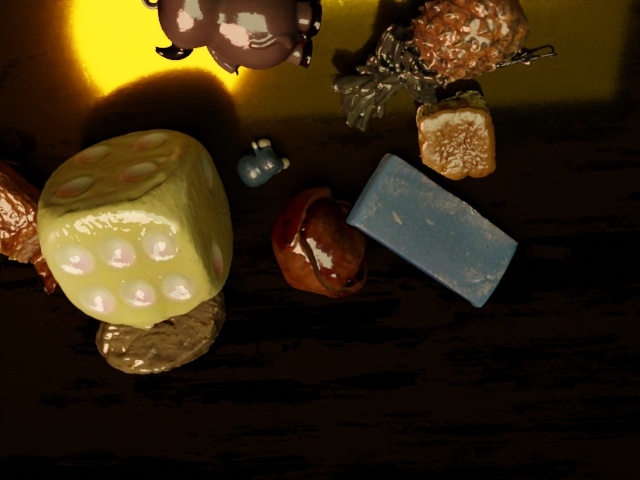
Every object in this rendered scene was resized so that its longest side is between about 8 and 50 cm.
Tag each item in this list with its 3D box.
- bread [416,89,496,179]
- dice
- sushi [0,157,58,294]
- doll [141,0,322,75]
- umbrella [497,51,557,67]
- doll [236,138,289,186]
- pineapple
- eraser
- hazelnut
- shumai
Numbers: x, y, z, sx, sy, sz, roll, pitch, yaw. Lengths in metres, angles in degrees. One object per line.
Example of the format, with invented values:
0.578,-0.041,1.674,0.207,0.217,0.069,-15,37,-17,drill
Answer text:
0.223,-0.169,1.198,0.127,0.069,0.140,-10,125,11,bread
-0.296,-0.024,1.215,0.251,0.250,0.255,-11,127,11,dice
-0.572,-0.047,1.277,0.179,0.167,0.296,-44,124,4,sushi
-0.130,-0.330,1.059,0.257,0.117,0.182,12,127,-8,doll
0.297,-0.281,1.140,0.148,0.022,0.022,-9,89,10,umbrella
-0.107,-0.131,1.254,0.083,0.050,0.076,-29,116,24,doll
0.159,-0.270,1.092,0.310,0.141,0.170,-29,146,30,pineapple
0.206,-0.013,1.286,0.311,0.042,0.144,33,85,-20,eraser
-0.002,0.006,1.274,0.160,0.170,0.202,-11,136,9,hazelnut
-0.299,0.173,1.395,0.189,0.256,0.218,46,152,8,shumai
